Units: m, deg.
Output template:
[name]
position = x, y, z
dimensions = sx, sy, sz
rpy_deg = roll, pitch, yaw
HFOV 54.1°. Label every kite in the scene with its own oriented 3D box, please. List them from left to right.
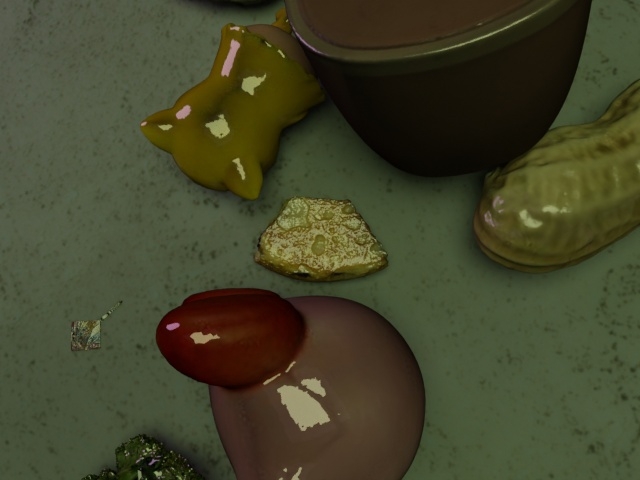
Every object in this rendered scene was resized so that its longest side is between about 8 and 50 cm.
[kite]
position = -0.266, 0.107, 0.749
dimensions = 0.078, 0.002, 0.044
rpy_deg = -24, 81, -1

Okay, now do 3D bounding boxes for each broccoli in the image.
[broccoli]
position = -0.192, 0.288, 0.659
dimensions = 0.162, 0.138, 0.145
rpy_deg = 15, 74, 42

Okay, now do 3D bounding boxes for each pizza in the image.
[pizza]
position = 0.000, 0.000, 0.739
dimensions = 0.160, 0.036, 0.098
rpy_deg = 2, 81, 2

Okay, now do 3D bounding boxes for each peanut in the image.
[peanut]
position = 0.310, -0.079, 0.690
dimensions = 0.325, 0.140, 0.153
rpy_deg = -37, 55, -8

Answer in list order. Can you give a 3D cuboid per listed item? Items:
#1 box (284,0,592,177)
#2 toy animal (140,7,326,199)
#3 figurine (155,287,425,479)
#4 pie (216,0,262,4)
[box]
position = 0.124, -0.223, 0.642
dimensions = 0.301, 0.216, 0.300
rpy_deg = -9, 60, 16
[toy animal]
position = -0.080, -0.164, 0.718
dimensions = 0.156, 0.156, 0.229
rpy_deg = 32, 80, 7
[figurine]
position = -0.009, 0.145, 0.620
dimensions = 0.211, 0.270, 0.261
rpy_deg = -23, 90, -7
[pie]
position = -0.107, -0.438, 0.798
dimensions = 0.307, 0.071, 0.306
rpy_deg = 0, 82, 2
